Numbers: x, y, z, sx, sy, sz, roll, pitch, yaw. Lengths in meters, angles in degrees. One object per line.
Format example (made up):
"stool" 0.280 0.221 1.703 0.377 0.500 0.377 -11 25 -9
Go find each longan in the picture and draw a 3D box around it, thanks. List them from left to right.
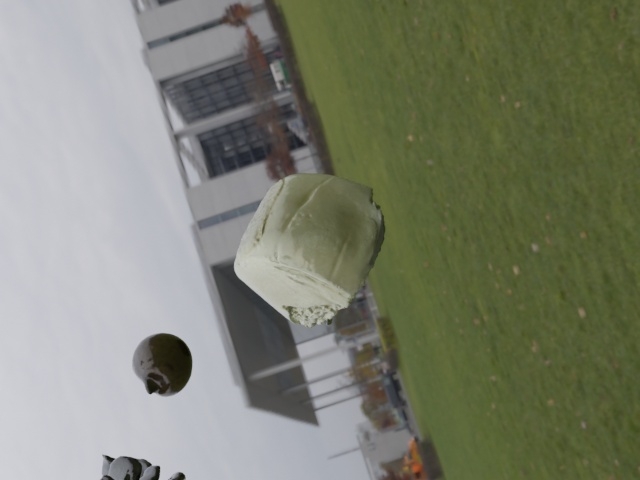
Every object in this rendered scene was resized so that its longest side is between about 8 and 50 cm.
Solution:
"longan" -0.267 0.211 1.307 0.113 0.092 0.113 22 -121 -44

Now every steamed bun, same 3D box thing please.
"steamed bun" 0.000 0.000 1.534 0.273 0.272 0.290 29 -127 -21

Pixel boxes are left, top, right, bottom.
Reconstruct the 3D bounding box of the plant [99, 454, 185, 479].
"plant" -0.328 0.473 1.216 0.199 0.188 0.276 -12 64 66
